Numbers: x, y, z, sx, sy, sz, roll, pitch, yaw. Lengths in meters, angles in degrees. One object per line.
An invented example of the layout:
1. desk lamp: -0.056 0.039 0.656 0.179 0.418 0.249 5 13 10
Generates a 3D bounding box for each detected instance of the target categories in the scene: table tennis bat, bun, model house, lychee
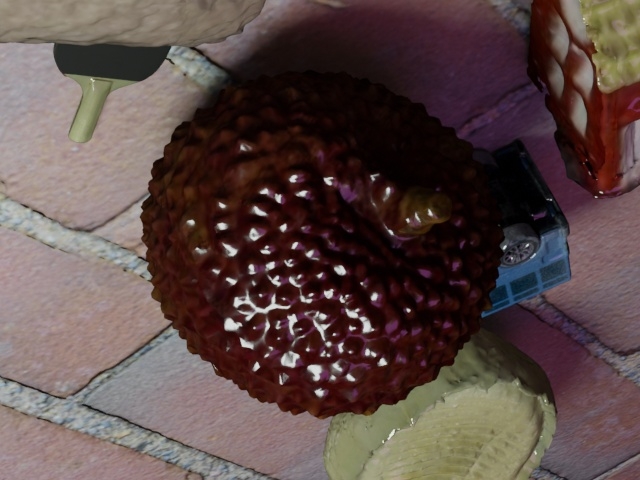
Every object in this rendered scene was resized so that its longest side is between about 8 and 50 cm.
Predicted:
1. table tennis bat: -0.159 -0.131 0.961 0.087 0.013 0.156 3 138 -30
2. bun: 0.126 0.189 1.399 0.259 0.152 0.259 -14 132 -16
3. model house: 0.261 -0.185 0.974 0.196 0.160 0.254 -18 142 -3
4. lychee: 0.000 0.000 1.002 0.276 0.275 0.304 8 163 -34

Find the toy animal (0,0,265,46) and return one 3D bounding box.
1. toy animal: -0.154 -0.211 0.701 0.358 0.188 0.226 -6 151 -39

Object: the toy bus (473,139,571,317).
1. toy bus: 0.105 0.019 1.199 0.234 0.116 0.133 -23 148 1
